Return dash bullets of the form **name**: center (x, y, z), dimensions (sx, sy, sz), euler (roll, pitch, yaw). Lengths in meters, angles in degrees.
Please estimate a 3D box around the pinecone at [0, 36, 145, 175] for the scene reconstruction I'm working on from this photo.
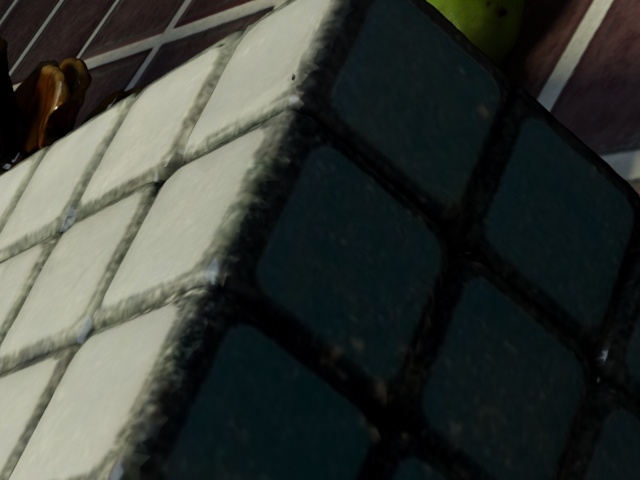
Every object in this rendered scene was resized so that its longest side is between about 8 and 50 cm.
- **pinecone**: center (-0.350, -0.057, 1.641), dimensions (0.384, 0.384, 0.384), euler (-40, 25, 23)

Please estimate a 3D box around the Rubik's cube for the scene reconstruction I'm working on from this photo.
- **Rubik's cube**: center (-0.018, 0.150, 0.738), dimensions (0.344, 0.337, 0.344), euler (-22, 37, 49)

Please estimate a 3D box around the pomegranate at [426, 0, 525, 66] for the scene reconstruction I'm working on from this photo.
- **pomegranate**: center (0.074, -0.161, 1.278), dimensions (0.187, 0.187, 0.225), euler (-36, 56, 31)
